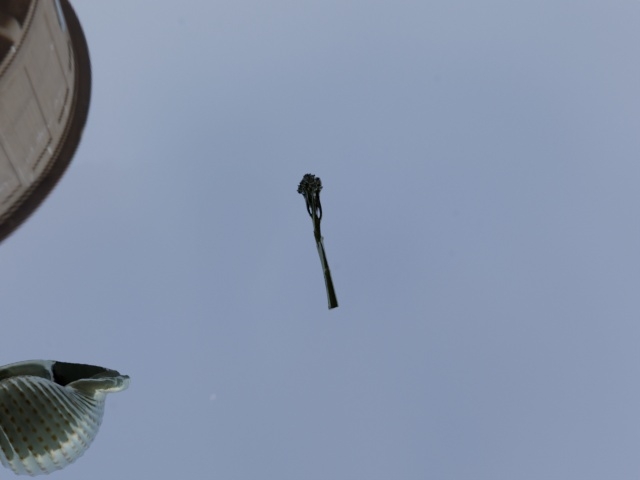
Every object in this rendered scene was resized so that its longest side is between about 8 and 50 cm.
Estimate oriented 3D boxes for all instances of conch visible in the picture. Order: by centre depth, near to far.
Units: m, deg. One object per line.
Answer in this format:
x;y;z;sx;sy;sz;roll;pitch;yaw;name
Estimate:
-0.352;0.232;1.024;0.200;0.172;0.131;4;-89;-33;conch

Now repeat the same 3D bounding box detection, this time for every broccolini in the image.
0.001;0.000;1.241;0.044;0.042;0.218;1;-106;-48;broccolini
